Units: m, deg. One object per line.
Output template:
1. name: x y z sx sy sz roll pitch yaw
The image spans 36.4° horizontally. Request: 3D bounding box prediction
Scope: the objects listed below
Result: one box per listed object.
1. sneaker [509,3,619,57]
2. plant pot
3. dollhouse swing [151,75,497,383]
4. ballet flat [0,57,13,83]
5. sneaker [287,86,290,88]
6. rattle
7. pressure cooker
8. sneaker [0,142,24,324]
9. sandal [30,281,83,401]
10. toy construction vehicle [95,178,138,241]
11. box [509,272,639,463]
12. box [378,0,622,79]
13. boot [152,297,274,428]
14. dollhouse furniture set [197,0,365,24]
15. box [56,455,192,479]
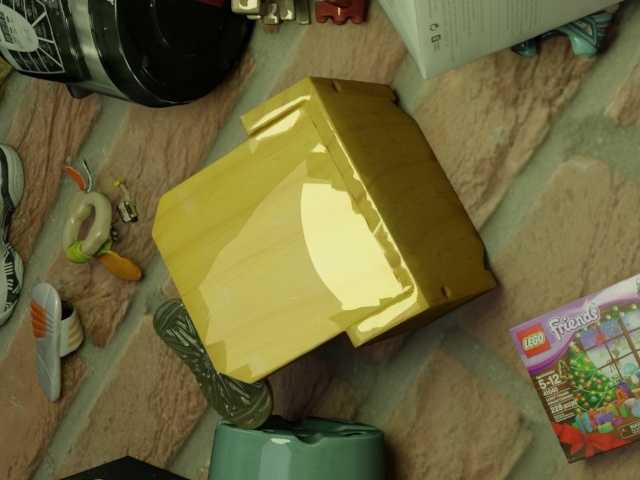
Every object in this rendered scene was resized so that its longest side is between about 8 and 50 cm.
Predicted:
1. sneaker: 0.259 -0.319 1.327 0.283 0.110 0.122 18 106 29
2. plant pot: -0.039 0.439 1.443 0.341 0.341 0.334 2 86 31
3. dollhouse swing: 0.000 0.000 1.386 0.305 0.315 0.347 -36 75 31
4. ballet flat: -0.693 -0.299 1.892 0.348 0.123 0.123 -47 70 25
5. sneaker: -0.015 -0.226 1.544 0.083 0.031 0.035 13 113 34
6. rattle: -0.384 -0.040 1.739 0.130 0.142 0.200 -58 35 33
7. pressure cooker: -0.355 -0.415 1.545 0.420 0.375 0.370 19 88 29
8. sneaker: -0.683 -0.004 1.848 0.137 0.210 0.366 10 98 30
9. sandal: -0.490 0.183 1.832 0.102 0.076 0.265 40 133 38
10. toy construction vehicle: -0.370 -0.053 1.764 0.086 0.035 0.098 -26 87 31
11. box: 0.422 0.152 1.286 0.293 0.057 0.201 -29 78 29
12. box: 0.234 -0.379 1.182 0.345 0.168 0.215 -22 59 -2
13. boot: -0.111 0.158 1.486 0.089 0.269 0.236 -43 79 16
14. dollhouse furniture set: -0.032 -0.393 1.360 0.201 0.374 0.152 5 98 14
15. box: -0.364 0.482 1.651 0.165 0.270 0.143 12 99 30
